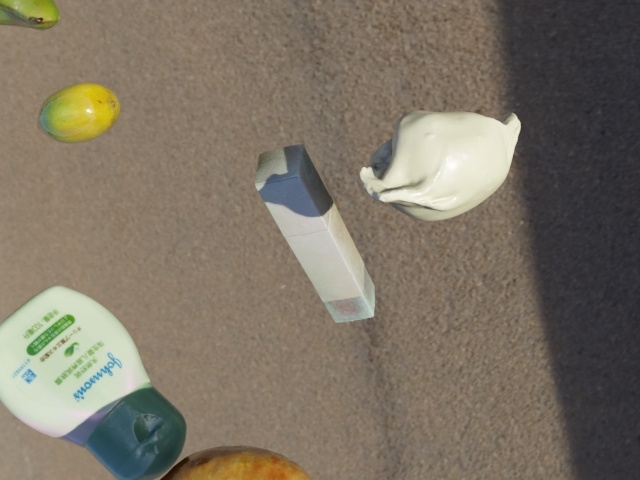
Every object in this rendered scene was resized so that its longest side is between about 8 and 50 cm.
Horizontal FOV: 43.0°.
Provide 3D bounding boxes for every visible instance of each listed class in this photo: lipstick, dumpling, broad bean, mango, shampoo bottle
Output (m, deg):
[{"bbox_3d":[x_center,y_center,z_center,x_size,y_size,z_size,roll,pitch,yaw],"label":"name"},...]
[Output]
[{"bbox_3d":[0.000,0.000,1.334,0.079,0.076,0.371,-10,138,18],"label":"lipstick"},{"bbox_3d":[0.142,-0.099,1.008,0.162,0.250,0.132,6,121,46],"label":"dumpling"},{"bbox_3d":[-0.351,-0.267,0.785,0.325,0.075,0.067,35,96,31],"label":"broad bean"},{"bbox_3d":[-0.498,-0.252,1.657,0.251,0.156,0.114,-4,115,61],"label":"mango"},{"bbox_3d":[-0.368,0.247,1.325,0.349,0.222,0.151,43,146,6],"label":"shampoo bottle"}]

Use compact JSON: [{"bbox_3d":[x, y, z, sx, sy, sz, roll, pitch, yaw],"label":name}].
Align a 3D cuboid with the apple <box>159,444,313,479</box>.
[{"bbox_3d":[-0.097,0.408,0.980,0.277,0.250,0.309,14,79,10],"label":"apple"}]
